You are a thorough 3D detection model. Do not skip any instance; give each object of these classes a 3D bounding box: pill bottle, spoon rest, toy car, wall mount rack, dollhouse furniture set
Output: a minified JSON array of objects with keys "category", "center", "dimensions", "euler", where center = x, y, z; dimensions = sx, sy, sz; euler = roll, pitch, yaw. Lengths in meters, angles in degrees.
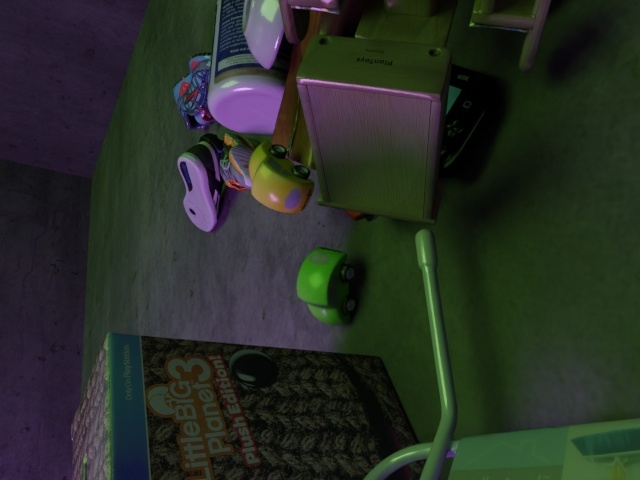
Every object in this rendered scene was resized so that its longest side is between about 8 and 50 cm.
[{"category":"pill bottle","center":[-0.095,-0.316,0.878],"dimensions":[0.153,0.153,0.264],"euler":[-24,60,54]},{"category":"spoon rest","center":[-0.062,-0.356,0.757],"dimensions":[0.137,0.084,0.276],"euler":[122,147,-55]},{"category":"toy car","center":[0.000,0.000,0.634],"dimensions":[0.239,0.053,0.225],"euler":[10,112,40]},{"category":"wall mount rack","center":[0.138,0.089,0.344],"dimensions":[0.350,0.130,0.304],"euler":[-23,21,39]},{"category":"dollhouse furniture set","center":[0.072,-0.162,0.475],"dimensions":[0.161,0.212,0.242],"euler":[76,-151,-60]}]

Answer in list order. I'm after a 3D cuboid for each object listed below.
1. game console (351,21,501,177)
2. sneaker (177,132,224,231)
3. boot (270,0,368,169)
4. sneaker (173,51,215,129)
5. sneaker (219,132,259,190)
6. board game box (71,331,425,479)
[{"category":"game console","center":[0.080,-0.189,0.648],"dimensions":[0.361,0.044,0.213],"euler":[48,121,54]},{"category":"sneaker","center":[-0.208,-0.117,1.094],"dimensions":[0.121,0.079,0.217],"euler":[-50,-17,-31]},{"category":"boot","center":[0.009,-0.224,0.646],"dimensions":[0.264,0.096,0.280],"euler":[25,102,60]},{"category":"sneaker","center":[-0.241,-0.319,1.212],"dimensions":[0.262,0.104,0.125],"euler":[-20,81,60]},{"category":"sneaker","center":[-0.131,-0.122,0.952],"dimensions":[0.215,0.084,0.083],"euler":[-122,50,-63]},{"category":"board game box","center":[-0.057,0.225,0.492],"dimensions":[0.141,0.291,0.232],"euler":[-59,36,30]}]
